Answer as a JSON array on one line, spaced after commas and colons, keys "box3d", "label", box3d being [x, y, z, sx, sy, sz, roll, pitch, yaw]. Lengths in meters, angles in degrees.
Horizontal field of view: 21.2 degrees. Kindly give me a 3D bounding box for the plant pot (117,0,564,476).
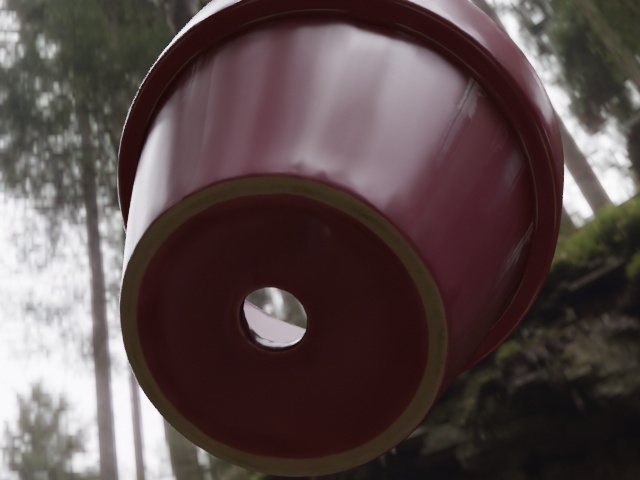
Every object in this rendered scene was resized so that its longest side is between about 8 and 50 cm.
[{"box3d": [0.000, 0.000, 0.721, 0.201, 0.180, 0.201, 4, -65, 8], "label": "plant pot"}]
